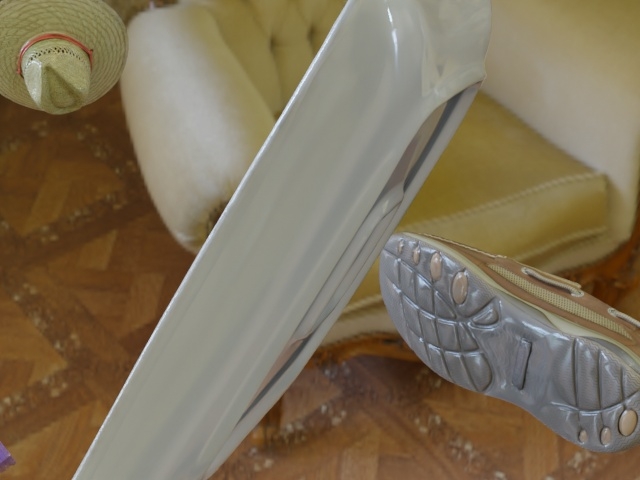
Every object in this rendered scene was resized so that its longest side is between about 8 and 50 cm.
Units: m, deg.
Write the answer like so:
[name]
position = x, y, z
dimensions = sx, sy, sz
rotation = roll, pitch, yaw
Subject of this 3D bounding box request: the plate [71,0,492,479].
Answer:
[plate]
position = 0.000, 0.000, 0.543
dimensions = 0.045, 0.277, 0.278
rotation = 33, 19, 6

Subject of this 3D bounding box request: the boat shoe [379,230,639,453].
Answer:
[boat shoe]
position = 0.187, 0.082, 1.044
dimensions = 0.116, 0.123, 0.324
rotation = -14, 37, -41

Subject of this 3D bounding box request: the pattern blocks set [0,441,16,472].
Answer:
[pattern blocks set]
position = -0.381, 0.086, 1.059
dimensions = 0.026, 0.285, 0.325
rotation = -38, 63, -19

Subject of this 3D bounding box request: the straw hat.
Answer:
[straw hat]
position = -0.230, -0.146, 0.999
dimensions = 0.145, 0.144, 0.061
rotation = -7, 52, -12
